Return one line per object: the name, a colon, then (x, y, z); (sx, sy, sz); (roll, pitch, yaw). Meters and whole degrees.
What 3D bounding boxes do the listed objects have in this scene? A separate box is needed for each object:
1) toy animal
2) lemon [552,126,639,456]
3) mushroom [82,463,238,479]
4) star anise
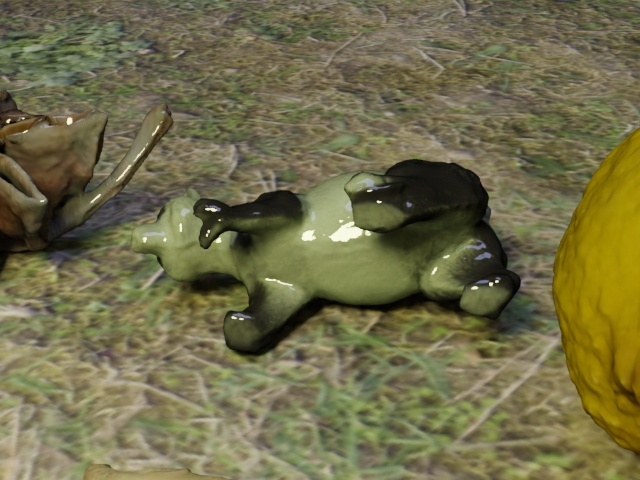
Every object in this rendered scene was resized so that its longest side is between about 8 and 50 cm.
toy animal: (0.000, 0.000, 0.710); (0.225, 0.094, 0.121); (-8, 15, 8)
lemon: (0.209, 0.018, 0.538); (0.231, 0.192, 0.192); (-30, 37, -33)
mushroom: (-0.026, 0.163, 0.318); (0.285, 0.156, 0.151); (0, 35, 32)
star anise: (-0.219, -0.034, 0.803); (0.231, 0.089, 0.209); (-2, 37, 14)
